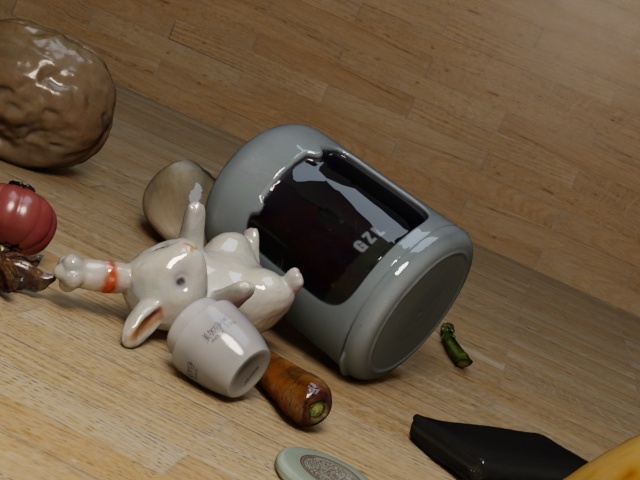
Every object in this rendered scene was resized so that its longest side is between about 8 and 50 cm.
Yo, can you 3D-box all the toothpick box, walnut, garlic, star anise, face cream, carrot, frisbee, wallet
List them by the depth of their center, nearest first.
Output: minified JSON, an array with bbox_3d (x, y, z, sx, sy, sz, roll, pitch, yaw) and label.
[{"bbox_3d":[0.008,0.227,1.061,0.110,0.014,0.110,22,10,-4],"label":"frisbee"},{"bbox_3d":[-0.108,0.114,1.184,0.095,0.091,0.091,37,15,26],"label":"face cream"},{"bbox_3d":[-0.362,0.026,1.215,0.141,0.042,0.141,25,9,-4],"label":"star anise"},{"bbox_3d":[-0.041,0.157,1.230,0.055,0.055,0.161,17,5,-31],"label":"carrot"},{"bbox_3d":[0.228,0.258,1.313,0.250,0.044,0.149,15,9,-37],"label":"wallet"},{"bbox_3d":[0.000,0.000,1.495,0.355,0.263,0.263,38,15,23],"label":"toothpick box"},{"bbox_3d":[-0.145,-0.031,1.755,0.279,0.132,0.325,23,6,7],"label":"garlic"},{"bbox_3d":[-0.468,-0.240,1.835,0.273,0.227,0.273,26,8,-4],"label":"walnut"}]

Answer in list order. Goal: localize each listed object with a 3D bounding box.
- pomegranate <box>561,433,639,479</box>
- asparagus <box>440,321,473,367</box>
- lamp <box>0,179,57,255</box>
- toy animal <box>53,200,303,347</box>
[{"bbox_3d":[0.157,0.230,0.329,0.412,0.411,0.411,22,10,-4],"label":"pomegranate"},{"bbox_3d":[0.214,0.165,1.796,0.034,0.027,0.236,27,9,-6],"label":"asparagus"},{"bbox_3d":[-0.368,-0.024,1.326,0.108,0.092,0.107,9,-22,4],"label":"lamp"},{"bbox_3d":[-0.152,0.045,1.284,0.282,0.138,0.140,14,29,-51],"label":"toy animal"}]
